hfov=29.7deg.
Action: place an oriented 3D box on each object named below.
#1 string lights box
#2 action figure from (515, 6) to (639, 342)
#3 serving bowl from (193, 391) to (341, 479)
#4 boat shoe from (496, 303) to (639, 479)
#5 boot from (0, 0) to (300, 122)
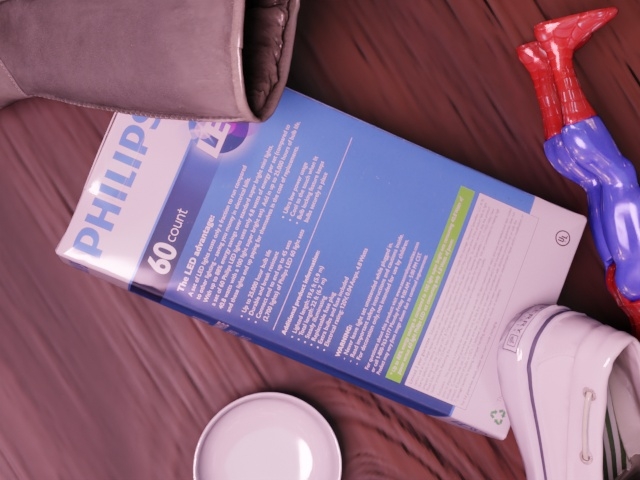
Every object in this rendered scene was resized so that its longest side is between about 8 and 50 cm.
[{"bbox_3d":[0.000,0.000,0.673,0.260,0.077,0.133,23,82,-6],"label":"string lights box"},{"bbox_3d":[0.215,0.003,0.695,0.139,0.091,0.280,-12,87,0],"label":"action figure"},{"bbox_3d":[-0.031,0.127,0.683,0.083,0.027,0.083,1,86,-8],"label":"serving bowl"},{"bbox_3d":[0.157,0.140,0.643,0.083,0.076,0.226,-39,118,-26],"label":"boat shoe"},{"bbox_3d":[-0.109,-0.145,0.613,0.208,0.076,0.189,-3,84,35],"label":"boot"}]
